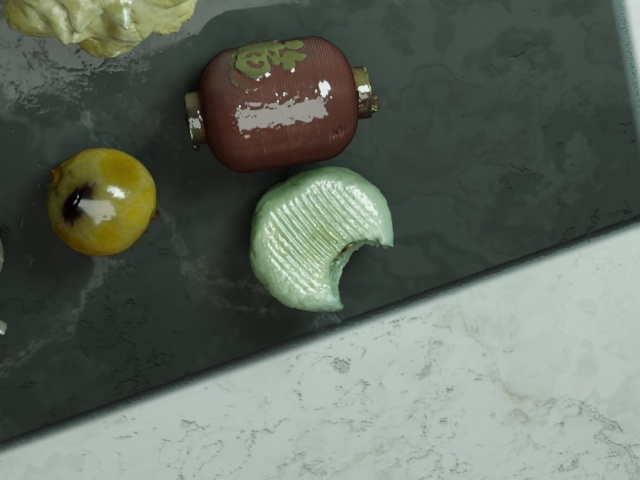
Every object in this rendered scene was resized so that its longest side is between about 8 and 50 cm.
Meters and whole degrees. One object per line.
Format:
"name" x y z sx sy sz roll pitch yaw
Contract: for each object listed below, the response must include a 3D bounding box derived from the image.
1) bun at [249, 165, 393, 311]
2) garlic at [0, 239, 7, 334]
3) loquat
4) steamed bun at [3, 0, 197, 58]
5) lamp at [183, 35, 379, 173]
"bun" 0.000 0.000 1.528 0.213 0.126 0.203 -22 93 -4
"garlic" -0.491 0.063 1.481 0.127 0.131 0.194 -7 122 28
"loquat" -0.296 -0.051 1.450 0.163 0.137 0.163 -4 102 -19
"steamed bun" -0.282 -0.349 1.298 0.292 0.137 0.295 -30 120 11
"lamp" -0.052 -0.185 1.406 0.258 0.180 0.180 -11 119 -5
